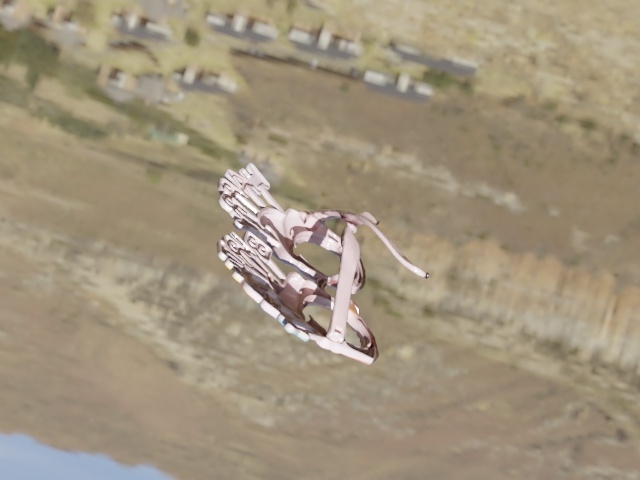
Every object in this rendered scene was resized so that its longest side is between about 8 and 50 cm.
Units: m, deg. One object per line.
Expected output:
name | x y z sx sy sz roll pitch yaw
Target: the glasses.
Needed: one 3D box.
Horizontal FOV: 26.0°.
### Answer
glasses | -0.009 0.002 1.141 0.162 0.095 0.255 24 -158 -18
